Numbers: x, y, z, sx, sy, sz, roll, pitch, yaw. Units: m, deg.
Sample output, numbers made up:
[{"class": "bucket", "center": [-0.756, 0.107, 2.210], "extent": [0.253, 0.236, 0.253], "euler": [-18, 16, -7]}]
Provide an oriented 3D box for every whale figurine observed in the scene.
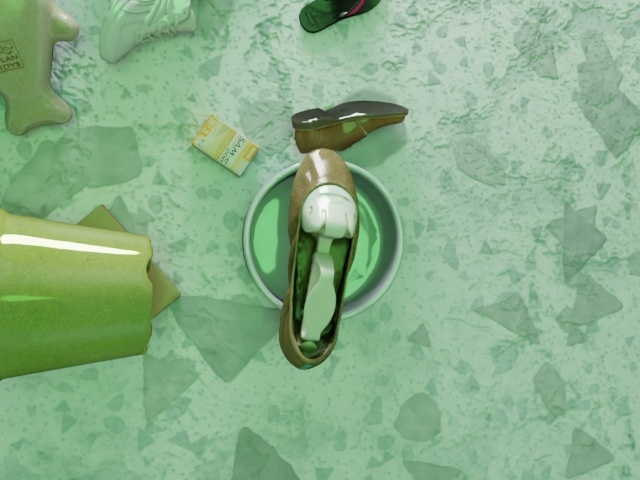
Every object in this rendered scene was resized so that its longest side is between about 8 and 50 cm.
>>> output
[{"class": "whale figurine", "center": [-0.483, -0.308, 0.919], "extent": [0.216, 0.141, 0.272], "euler": [-19, 117, -9]}]

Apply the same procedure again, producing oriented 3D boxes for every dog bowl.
[{"class": "dog bowl", "center": [0.000, 0.000, 0.996], "extent": [0.265, 0.104, 0.265], "euler": [0, 90, -10]}]

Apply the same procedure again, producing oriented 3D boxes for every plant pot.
[{"class": "plant pot", "center": [-0.377, 0.078, 0.850], "extent": [0.254, 0.276, 0.276], "euler": [1, 89, -21]}]

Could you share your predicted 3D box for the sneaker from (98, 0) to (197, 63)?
[{"class": "sneaker", "center": [-0.263, -0.369, 0.963], "extent": [0.115, 0.090, 0.232], "euler": [39, 85, -11]}]

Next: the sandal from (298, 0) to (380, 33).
[{"class": "sandal", "center": [0.045, -0.423, 1.037], "extent": [0.179, 0.040, 0.067], "euler": [-33, 95, -8]}]

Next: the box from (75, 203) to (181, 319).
[{"class": "box", "center": [-0.357, 0.068, 0.976], "extent": [0.164, 0.021, 0.201], "euler": [-41, 96, -8]}]

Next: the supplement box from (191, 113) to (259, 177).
[{"class": "supplement box", "center": [-0.161, -0.160, 1.003], "extent": [0.098, 0.036, 0.062], "euler": [34, 85, -8]}]

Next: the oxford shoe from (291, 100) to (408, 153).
[{"class": "oxford shoe", "center": [0.053, -0.198, 1.035], "extent": [0.212, 0.076, 0.076], "euler": [-12, 122, -12]}]

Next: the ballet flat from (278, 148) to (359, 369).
[{"class": "ballet flat", "center": [0.001, 0.027, 0.879], "extent": [0.116, 0.124, 0.342], "euler": [10, 88, -10]}]
